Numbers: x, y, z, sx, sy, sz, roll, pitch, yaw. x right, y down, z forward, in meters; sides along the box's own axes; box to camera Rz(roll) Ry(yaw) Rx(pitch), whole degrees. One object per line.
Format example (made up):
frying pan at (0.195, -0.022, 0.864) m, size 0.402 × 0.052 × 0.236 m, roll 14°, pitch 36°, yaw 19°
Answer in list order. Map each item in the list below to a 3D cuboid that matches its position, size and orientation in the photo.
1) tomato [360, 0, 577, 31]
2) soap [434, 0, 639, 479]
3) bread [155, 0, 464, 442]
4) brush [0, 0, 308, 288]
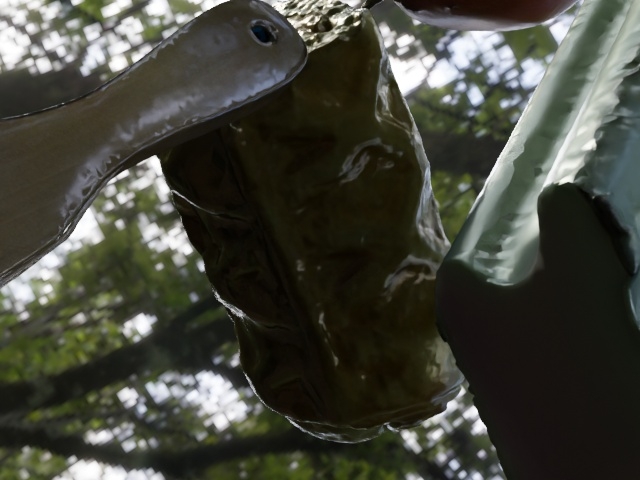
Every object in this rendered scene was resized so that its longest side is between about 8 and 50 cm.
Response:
tomato at (0.143, -0.304, 1.304) m, size 0.256 × 0.224 × 0.256 m, roll 17°, pitch -68°, yaw 48°
soap at (0.222, 0.002, 0.777) m, size 0.261 × 0.446 × 0.156 m, roll 40°, pitch -44°, yaw -8°
bread at (0.000, 0.000, 0.895) m, size 0.152 × 0.130 × 0.268 m, roll -4°, pitch -62°, yaw 33°
brush at (-0.118, -0.019, 0.615) m, size 0.070 × 0.327 × 0.065 m, roll 45°, pitch -44°, yaw 7°
